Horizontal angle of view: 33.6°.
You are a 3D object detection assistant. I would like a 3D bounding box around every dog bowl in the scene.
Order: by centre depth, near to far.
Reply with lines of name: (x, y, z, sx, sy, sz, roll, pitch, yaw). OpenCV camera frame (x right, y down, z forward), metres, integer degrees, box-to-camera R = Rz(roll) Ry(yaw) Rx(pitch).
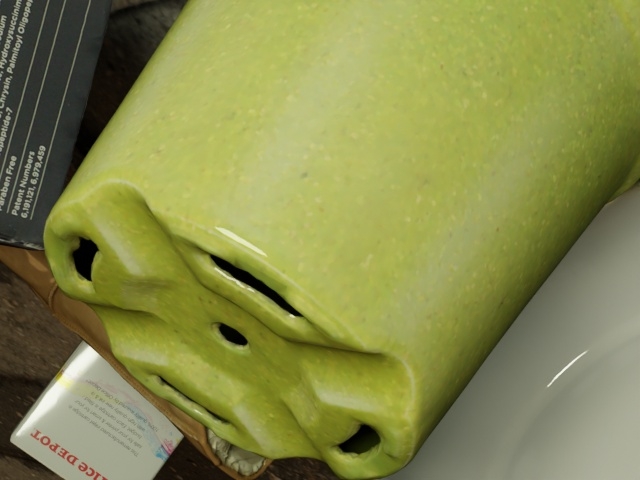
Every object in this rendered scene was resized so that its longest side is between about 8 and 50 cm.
dog bowl: (0.155, 0.092, 0.542, 0.104, 0.265, 0.265, 46, 147, -21)

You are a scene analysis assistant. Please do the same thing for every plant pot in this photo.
plant pot: (0.019, -0.041, 0.497, 0.276, 0.254, 0.276, 24, 147, 17)

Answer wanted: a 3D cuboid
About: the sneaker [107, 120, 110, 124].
sneaker: (-0.105, -0.080, 0.761, 0.053, 0.059, 0.144, 18, -179, -39)

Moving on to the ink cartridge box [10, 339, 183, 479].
ink cartridge box: (-0.187, 0.149, 1.003, 0.128, 0.176, 0.127, 38, 168, -7)

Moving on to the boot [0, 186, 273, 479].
boot: (-0.156, 0.043, 0.808, 0.269, 0.089, 0.236, 35, 165, 37)

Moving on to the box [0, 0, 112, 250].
box: (-0.362, -0.126, 0.656, 0.313, 0.178, 0.343, 18, 173, -43)
